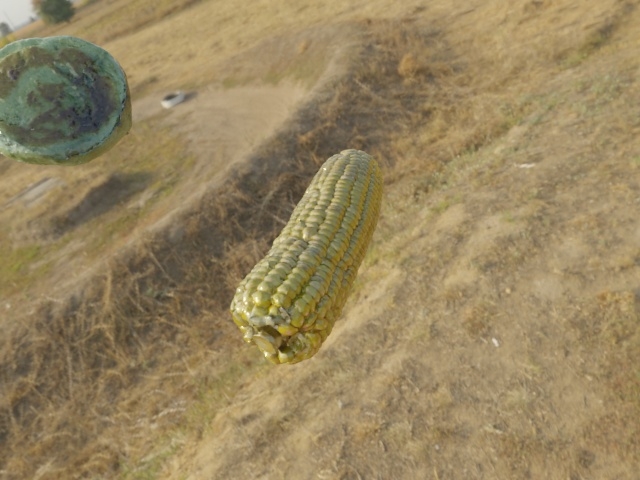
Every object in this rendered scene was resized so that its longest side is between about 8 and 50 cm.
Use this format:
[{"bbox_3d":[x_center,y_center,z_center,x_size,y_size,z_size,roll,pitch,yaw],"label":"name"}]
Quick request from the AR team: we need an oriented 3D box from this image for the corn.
[{"bbox_3d":[0.000,0.000,0.597,0.101,0.101,0.291,-8,37,29],"label":"corn"}]

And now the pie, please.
[{"bbox_3d":[-0.406,-0.216,0.889,0.240,0.240,0.054,-39,-10,-21],"label":"pie"}]
